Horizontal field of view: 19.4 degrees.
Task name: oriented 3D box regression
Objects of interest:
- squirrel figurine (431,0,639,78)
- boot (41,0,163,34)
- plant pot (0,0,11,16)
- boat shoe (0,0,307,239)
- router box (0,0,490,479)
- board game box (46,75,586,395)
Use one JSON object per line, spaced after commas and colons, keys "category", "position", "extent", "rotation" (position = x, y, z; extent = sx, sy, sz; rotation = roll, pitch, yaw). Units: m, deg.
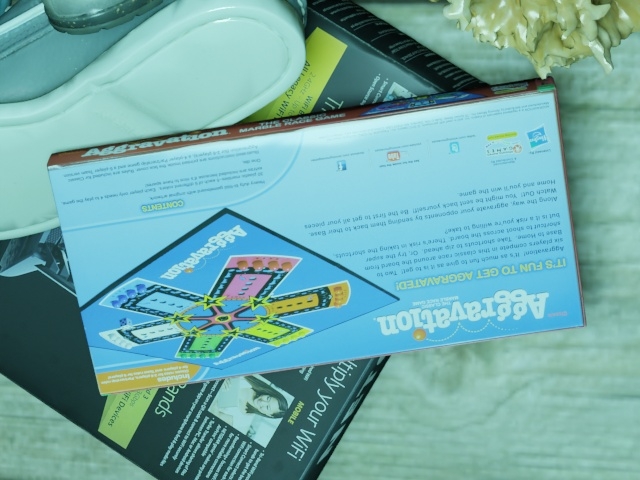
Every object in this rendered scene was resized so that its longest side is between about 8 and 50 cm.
{"category": "squirrel figurine", "position": [0.145, -0.238, 0.872], "extent": [0.370, 0.397, 0.281], "rotation": [2, 111, 22]}
{"category": "boot", "position": [-0.094, -0.238, 0.972], "extent": [0.083, 0.246, 0.161], "rotation": [14, 147, 40]}
{"category": "plant pot", "position": [-0.361, -0.165, 1.117], "extent": [0.272, 0.255, 0.271], "rotation": [3, 101, 17]}
{"category": "boat shoe", "position": [-0.145, -0.091, 1.079], "extent": [0.319, 0.116, 0.099], "rotation": [-23, 50, 27]}
{"category": "router box", "position": [-0.054, -0.008, 1.142], "extent": [0.243, 0.081, 0.309], "rotation": [33, 108, 9]}
{"category": "board game box", "position": [0.000, 0.000, 1.048], "extent": [0.281, 0.027, 0.145], "rotation": [-8, 111, 5]}
